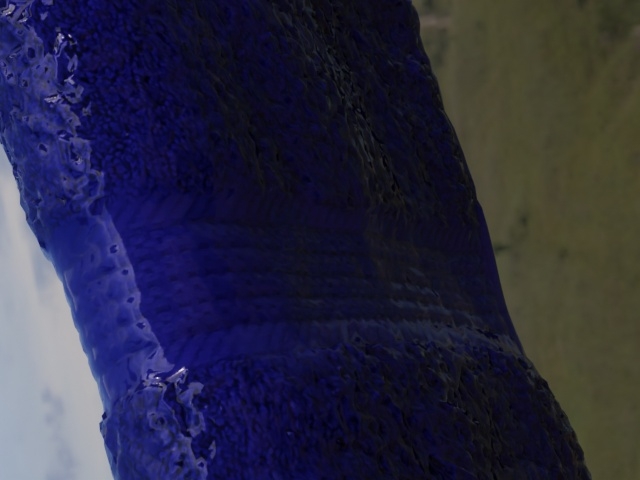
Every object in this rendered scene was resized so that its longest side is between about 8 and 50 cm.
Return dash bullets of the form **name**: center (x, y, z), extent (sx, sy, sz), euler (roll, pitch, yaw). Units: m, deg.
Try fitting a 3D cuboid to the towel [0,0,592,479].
- **towel**: center (0.000, 0.000, 0.449), extent (0.228, 0.076, 0.308), euler (16, -131, -67)
